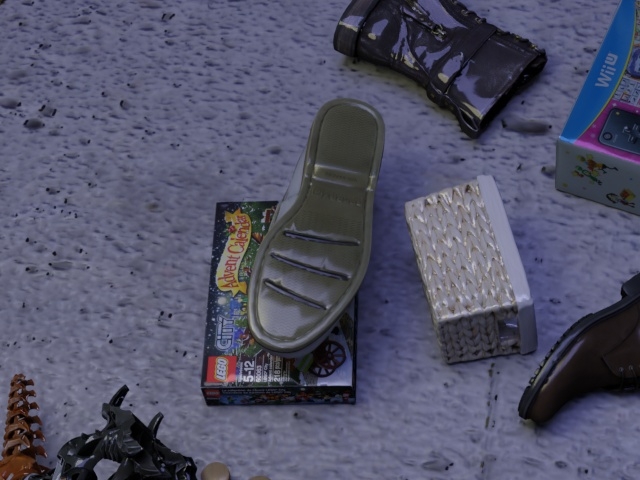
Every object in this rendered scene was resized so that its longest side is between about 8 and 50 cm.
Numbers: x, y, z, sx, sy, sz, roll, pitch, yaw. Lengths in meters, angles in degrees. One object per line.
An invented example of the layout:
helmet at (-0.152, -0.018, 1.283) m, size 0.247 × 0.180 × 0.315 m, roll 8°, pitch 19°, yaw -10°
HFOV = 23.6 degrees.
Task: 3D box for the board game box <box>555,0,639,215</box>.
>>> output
board game box at (0.436, -0.122, 1.677) m, size 0.303 × 0.097 × 0.224 m, roll 18°, pitch 61°, yaw 18°

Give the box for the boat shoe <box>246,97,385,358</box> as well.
boat shoe at (0.000, 0.000, 1.590) m, size 0.113 × 0.103 × 0.302 m, roll 20°, pitch 60°, yaw 3°

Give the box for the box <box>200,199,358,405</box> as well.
box at (-0.039, 0.064, 1.642) m, size 0.159 × 0.044 × 0.233 m, roll -1°, pitch 57°, yaw 5°

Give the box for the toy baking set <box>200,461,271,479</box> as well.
toy baking set at (-0.124, 0.326, 1.498) m, size 0.256 × 0.030 × 0.196 m, roll -24°, pitch 55°, yaw -8°

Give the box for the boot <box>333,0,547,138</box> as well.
boot at (0.166, -0.257, 1.810) m, size 0.229 × 0.091 × 0.263 m, roll 28°, pitch 69°, yaw 16°

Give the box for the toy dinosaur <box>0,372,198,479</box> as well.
toy dinosaur at (-0.236, 0.257, 1.463) m, size 0.218 × 0.164 × 0.322 m, roll -34°, pitch 77°, yaw 4°

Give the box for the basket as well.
basket at (0.156, 0.033, 1.601) m, size 0.103 × 0.113 × 0.167 m, roll -14°, pitch 57°, yaw 3°

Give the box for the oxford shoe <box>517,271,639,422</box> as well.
oxford shoe at (0.297, 0.119, 1.548) m, size 0.227 × 0.083 × 0.096 m, roll -36°, pitch 65°, yaw -15°
